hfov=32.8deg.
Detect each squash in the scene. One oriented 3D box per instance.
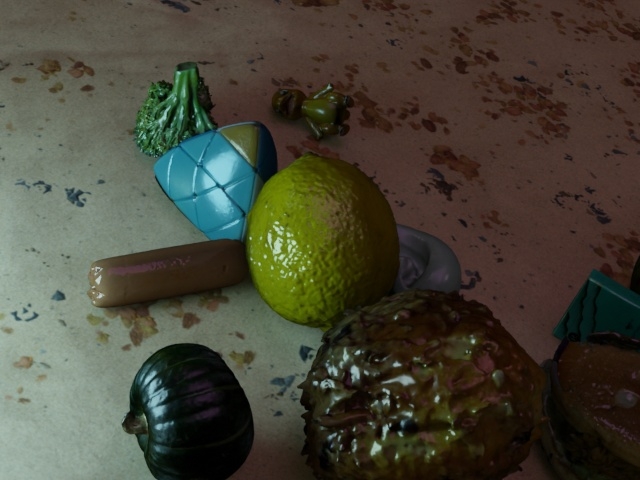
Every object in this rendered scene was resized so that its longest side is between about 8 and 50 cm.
[{"bbox_3d":[-0.188,0.251,1.553,0.172,0.218,0.218,-32,58,-11],"label":"squash"}]

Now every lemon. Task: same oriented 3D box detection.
[{"bbox_3d":[0.000,0.000,1.838,0.268,0.268,0.322,-11,80,-31],"label":"lemon"}]

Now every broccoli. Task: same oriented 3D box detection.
[{"bbox_3d":[-0.257,-0.256,2.081,0.194,0.194,0.220,20,36,-1],"label":"broccoli"}]

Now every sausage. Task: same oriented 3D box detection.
[{"bbox_3d":[-0.252,0.053,1.830,0.289,0.086,0.086,-9,49,-28],"label":"sausage"}]

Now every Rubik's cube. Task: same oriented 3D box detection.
[{"bbox_3d":[-0.152,-0.101,1.940,0.254,0.254,0.254,11,42,-10],"label":"Rubik's cube"}]

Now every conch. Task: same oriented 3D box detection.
[{"bbox_3d":[0.146,0.061,1.956,0.185,0.121,0.221,-36,58,-27],"label":"conch"}]

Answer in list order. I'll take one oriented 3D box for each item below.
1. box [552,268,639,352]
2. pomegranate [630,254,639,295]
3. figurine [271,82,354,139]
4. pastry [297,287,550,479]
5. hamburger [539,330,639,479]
[{"bbox_3d":[0.556,0.169,1.973,0.226,0.161,0.042,31,42,12],"label":"box"},{"bbox_3d":[0.727,0.133,2.065,0.309,0.216,0.359,-30,91,-46],"label":"pomegranate"},{"bbox_3d":[-0.015,-0.281,2.297,0.176,0.121,0.122,13,12,6],"label":"figurine"},{"bbox_3d":[0.128,0.234,1.610,0.337,0.293,0.405,-8,18,-13],"label":"pastry"},{"bbox_3d":[0.505,0.301,1.788,0.317,0.195,0.277,21,44,5],"label":"hamburger"}]
